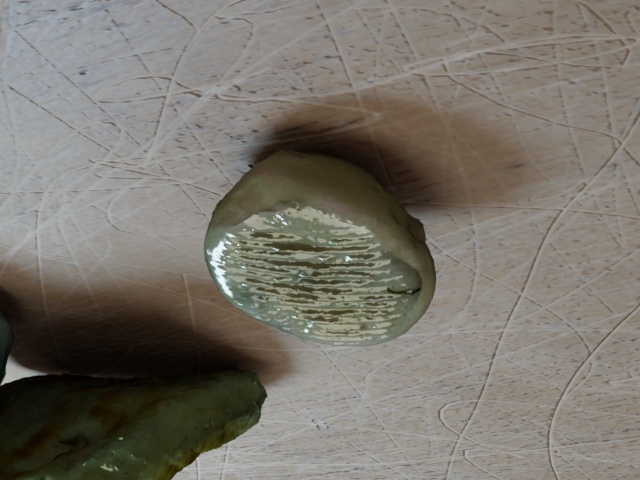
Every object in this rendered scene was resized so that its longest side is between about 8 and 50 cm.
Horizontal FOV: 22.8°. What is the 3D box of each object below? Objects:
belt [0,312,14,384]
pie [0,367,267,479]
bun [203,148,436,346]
[{"bbox_3d":[-0.488,0.121,1.864,0.257,0.150,0.207,23,161,-27],"label":"belt"},{"bbox_3d":[-0.294,0.251,1.944,0.418,0.180,0.395,-15,-174,26],"label":"pie"},{"bbox_3d":[0.000,0.000,1.468,0.210,0.116,0.237,-6,136,21],"label":"bun"}]
